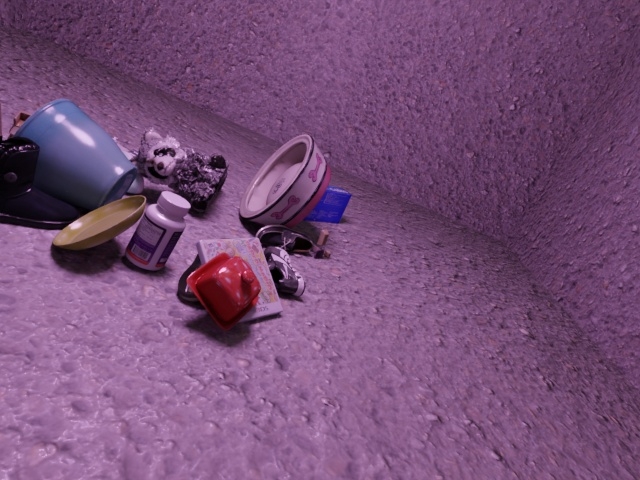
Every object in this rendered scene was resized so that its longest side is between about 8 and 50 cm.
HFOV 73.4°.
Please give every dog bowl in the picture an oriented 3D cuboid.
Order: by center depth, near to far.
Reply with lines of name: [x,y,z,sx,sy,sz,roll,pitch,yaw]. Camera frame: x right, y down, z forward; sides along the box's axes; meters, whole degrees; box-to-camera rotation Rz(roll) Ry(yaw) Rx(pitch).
dog bowl: [-0.128,-0.210,1.679,0.150,0.408,0.408,39,12,-29]

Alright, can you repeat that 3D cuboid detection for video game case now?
video game case: [-0.211,0.101,1.143,0.206,0.026,0.227,-3,68,-52]

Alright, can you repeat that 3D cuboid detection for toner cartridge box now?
toner cartridge box: [-0.020,-0.177,2.005,0.347,0.165,0.075,3,28,-45]

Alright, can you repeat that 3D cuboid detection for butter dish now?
butter dish: [-0.204,0.104,1.026,0.160,0.118,0.160,55,36,-7]

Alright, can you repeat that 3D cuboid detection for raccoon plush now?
raccoon plush: [-0.523,-0.250,1.605,0.298,0.216,0.446,26,-9,-11]

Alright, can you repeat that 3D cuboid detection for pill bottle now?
pill bottle: [-0.421,-0.027,1.128,0.108,0.194,0.108,31,13,-8]

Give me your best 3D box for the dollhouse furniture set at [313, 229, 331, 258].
dollhouse furniture set: [0.000,0.000,1.673,0.090,0.115,0.081,-2,28,-45]

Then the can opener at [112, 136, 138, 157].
can opener: [-0.732,-0.310,1.663,0.280,0.093,0.074,29,20,-13]

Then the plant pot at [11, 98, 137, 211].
plant pot: [-0.692,-0.218,1.245,0.255,0.272,0.272,36,19,-11]

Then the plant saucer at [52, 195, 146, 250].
plant saucer: [-0.552,-0.041,1.096,0.240,0.037,0.241,-16,28,8]

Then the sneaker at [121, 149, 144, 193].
sneaker: [-0.731,-0.260,1.496,0.151,0.094,0.256,9,27,-51]

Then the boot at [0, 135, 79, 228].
boot: [-0.723,-0.144,1.074,0.246,0.207,0.094,7,26,-40]

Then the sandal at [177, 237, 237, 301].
sandal: [-0.294,0.079,1.199,0.120,0.087,0.303,6,33,19]

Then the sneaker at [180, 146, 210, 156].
sneaker: [-0.569,-0.307,1.752,0.297,0.129,0.111,13,48,-50]

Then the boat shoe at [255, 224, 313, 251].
boat shoe: [-0.127,-0.002,1.574,0.232,0.084,0.079,11,24,-40]

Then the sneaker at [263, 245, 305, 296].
sneaker: [-0.141,0.086,1.353,0.106,0.078,0.234,10,27,-39]

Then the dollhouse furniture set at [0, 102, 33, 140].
dollhouse furniture set: [-1.002,-0.231,1.198,0.302,0.174,0.356,16,46,-23]
